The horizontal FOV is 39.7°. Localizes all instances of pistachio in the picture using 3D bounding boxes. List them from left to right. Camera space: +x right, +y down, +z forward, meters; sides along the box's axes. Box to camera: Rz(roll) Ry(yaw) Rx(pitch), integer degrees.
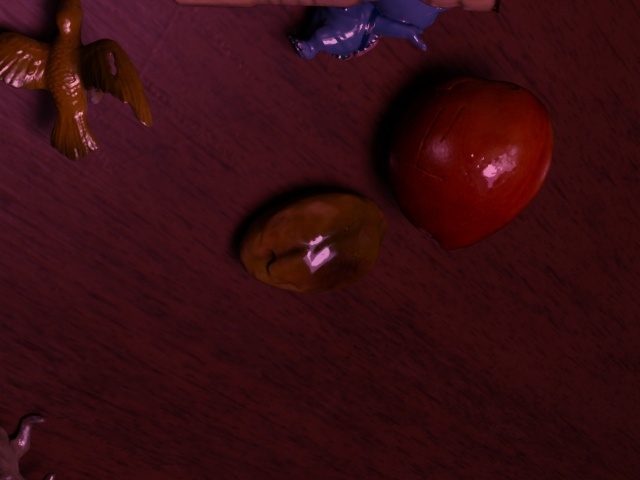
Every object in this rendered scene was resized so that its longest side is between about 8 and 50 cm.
[{"bbox_3d":[0.002,-0.003,1.015,0.190,0.100,0.110,-9,125,-24],"label":"pistachio"}]

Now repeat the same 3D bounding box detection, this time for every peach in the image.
[{"bbox_3d":[0.163,-0.086,1.007,0.198,0.197,0.197,-14,123,-22],"label":"peach"}]

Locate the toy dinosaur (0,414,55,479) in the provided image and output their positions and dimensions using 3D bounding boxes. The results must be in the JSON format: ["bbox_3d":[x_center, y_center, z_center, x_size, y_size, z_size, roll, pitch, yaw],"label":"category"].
[{"bbox_3d":[-0.389,0.285,0.981,0.162,0.077,0.294,12,96,-30],"label":"toy dinosaur"}]

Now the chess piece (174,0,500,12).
[{"bbox_3d":[0.011,-0.268,0.795,0.301,0.137,0.137,-1,122,6],"label":"chess piece"}]

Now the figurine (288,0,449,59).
[{"bbox_3d":[0.044,-0.254,0.896,0.178,0.114,0.144,-33,127,2],"label":"figurine"}]

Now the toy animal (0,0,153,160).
[{"bbox_3d":[-0.231,-0.161,0.809,0.219,0.155,0.095,5,153,12],"label":"toy animal"}]
